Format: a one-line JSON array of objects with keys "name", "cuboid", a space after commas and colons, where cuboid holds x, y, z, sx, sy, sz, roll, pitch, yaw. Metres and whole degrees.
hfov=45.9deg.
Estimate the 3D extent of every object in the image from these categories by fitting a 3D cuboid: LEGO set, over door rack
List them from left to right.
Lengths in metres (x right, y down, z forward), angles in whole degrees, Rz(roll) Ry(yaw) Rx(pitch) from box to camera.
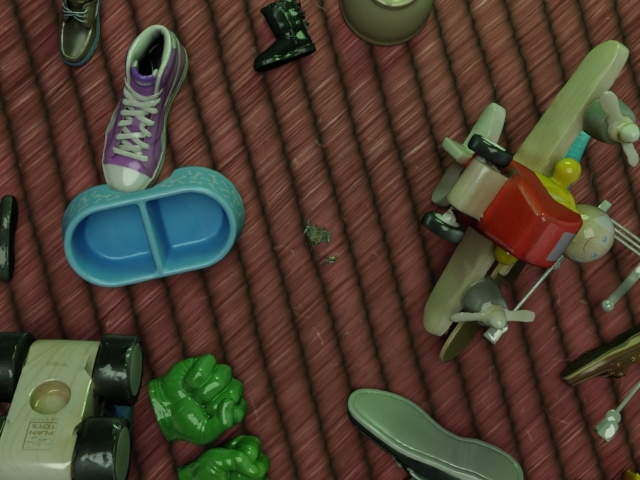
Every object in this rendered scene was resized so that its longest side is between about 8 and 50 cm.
[{"name": "LEGO set", "cuboid": [-0.002, 0.002, 1.275, 0.054, 0.023, 0.083, -10, 102, -1]}, {"name": "over door rack", "cuboid": [0.443, 0.123, 1.207, 0.239, 0.108, 0.324, 40, 76, 18]}]

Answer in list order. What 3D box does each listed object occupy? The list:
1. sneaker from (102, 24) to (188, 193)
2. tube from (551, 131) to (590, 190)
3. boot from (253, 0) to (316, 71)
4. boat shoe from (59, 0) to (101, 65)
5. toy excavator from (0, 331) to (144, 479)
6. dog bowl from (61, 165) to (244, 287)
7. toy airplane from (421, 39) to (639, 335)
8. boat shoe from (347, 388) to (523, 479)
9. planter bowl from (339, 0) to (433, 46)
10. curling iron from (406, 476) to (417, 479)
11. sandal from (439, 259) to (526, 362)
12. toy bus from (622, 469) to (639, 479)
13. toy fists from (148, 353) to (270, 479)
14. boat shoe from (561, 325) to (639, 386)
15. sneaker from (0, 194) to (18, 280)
[{"name": "sneaker", "cuboid": [-0.292, -0.205, 1.199, 0.102, 0.161, 0.282, 14, 89, -4]}, {"name": "tube", "cuboid": [0.397, -0.109, 1.284, 0.080, 0.052, 0.207, 21, 82, -6]}, {"name": "boot", "cuboid": [-0.072, -0.347, 1.270, 0.121, 0.045, 0.099, -23, 91, -10]}, {"name": "boat shoe", "cuboid": [-0.399, -0.382, 1.245, 0.066, 0.066, 0.183, 10, 87, -2]}, {"name": "toy excavator", "cuboid": [-0.385, 0.413, 1.155, 0.222, 0.445, 0.432, 1, 47, -2]}, {"name": "dog bowl", "cuboid": [-0.267, -0.016, 1.206, 0.297, 0.074, 0.165, -13, 111, -4]}, {"name": "toy airplane", "cuboid": [0.300, -0.058, 1.120, 0.272, 0.386, 0.384, 29, 62, -1]}, {"name": "boat shoe", "cuboid": [0.171, 0.347, 1.227, 0.303, 0.114, 0.091, 29, 126, 11]}, {"name": "planter bowl", "cuboid": [0.115, -0.416, 1.250, 0.162, 0.109, 0.162, 0, 87, -3]}, {"name": "curling iron", "cuboid": [0.074, 0.477, 1.250, 0.274, 0.035, 0.068, -31, 89, -4]}, {"name": "sandal", "cuboid": [0.248, 0.091, 1.266, 0.079, 0.088, 0.240, 34, 78, 30]}, {"name": "toy bus", "cuboid": [0.526, 0.451, 1.231, 0.211, 0.149, 0.220, 36, 84, 15]}, {"name": "toy fists", "cuboid": [-0.170, 0.322, 1.216, 0.142, 0.096, 0.279, -20, 87, -4]}, {"name": "boat shoe", "cuboid": [0.490, 0.204, 1.265, 0.178, 0.064, 0.060, -26, 87, -6]}, {"name": "sneaker", "cuboid": [-0.547, 0.008, 1.232, 0.089, 0.051, 0.170, 4, 91, -7]}]
